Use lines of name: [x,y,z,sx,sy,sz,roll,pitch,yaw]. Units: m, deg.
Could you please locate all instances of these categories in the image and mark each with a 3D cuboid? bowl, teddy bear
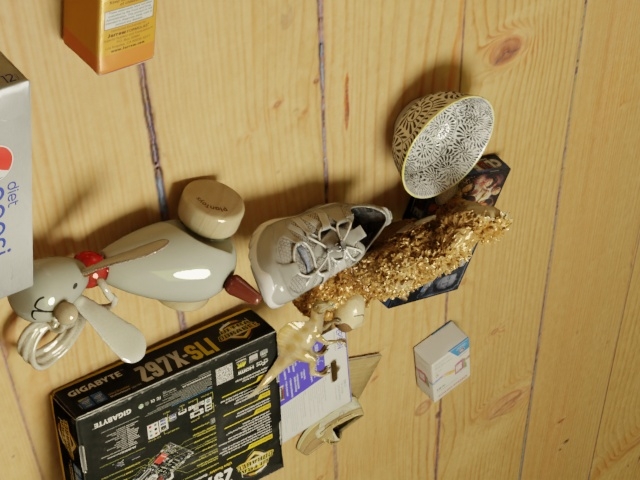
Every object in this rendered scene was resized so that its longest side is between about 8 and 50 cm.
bowl: [0.156,-0.151,1.988,0.170,0.080,0.170,-29,143,-24]
teddy bear: [0.119,0.035,2.022,0.338,0.245,0.113,-26,100,-20]

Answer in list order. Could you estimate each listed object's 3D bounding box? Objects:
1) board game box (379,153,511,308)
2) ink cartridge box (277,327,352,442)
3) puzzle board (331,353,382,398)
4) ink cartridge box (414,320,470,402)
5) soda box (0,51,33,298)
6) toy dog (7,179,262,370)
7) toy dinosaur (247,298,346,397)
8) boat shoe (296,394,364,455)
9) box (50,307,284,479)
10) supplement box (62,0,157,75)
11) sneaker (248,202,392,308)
board game box: [0.188,-0.014,2.203,0.165,0.042,0.243,-13,134,-41]
ink cartridge box: [-0.049,0.229,2.188,0.208,0.045,0.206,-29,141,-21]
puzzle board: [0.037,0.229,2.321,0.128,0.011,0.096,-4,129,-46]
ink cartridge box: [0.213,0.212,2.463,0.088,0.052,0.122,-34,146,-19]
soda box: [-0.364,-0.062,1.483,0.098,0.091,0.286,-24,141,-32]
toy dog: [-0.200,0.058,1.708,0.334,0.161,0.220,-34,149,-30]
toy dinosaur: [-0.027,0.151,1.978,0.093,0.053,0.183,28,107,-29]
boat shoe: [0.017,0.314,2.348,0.135,0.045,0.050,-46,150,15]
box: [-0.204,0.266,1.974,0.322,0.079,0.257,-23,130,-28]
supplement box: [-0.210,-0.288,1.431,0.080,0.078,0.233,-24,141,-31]
sneaker: [0.000,0.000,1.871,0.281,0.115,0.105,-41,112,-56]
